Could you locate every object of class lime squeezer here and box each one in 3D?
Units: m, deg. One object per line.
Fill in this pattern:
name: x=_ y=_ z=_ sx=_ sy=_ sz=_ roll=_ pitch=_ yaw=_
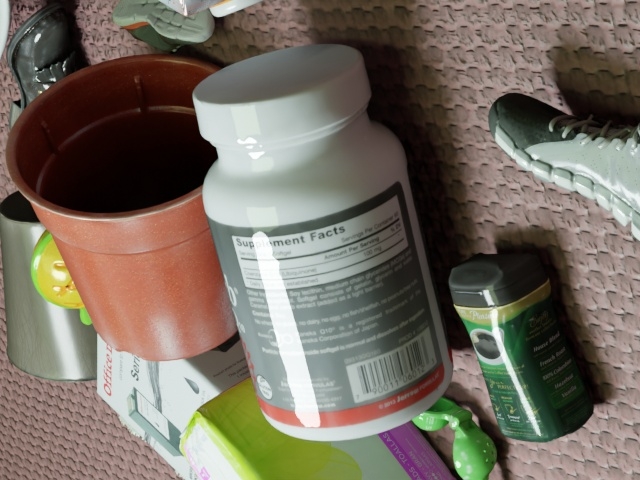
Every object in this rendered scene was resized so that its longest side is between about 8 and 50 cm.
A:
lime squeezer: x=0.127 y=0.214 z=1.828 sx=0.310 sy=0.059 sz=0.110 roll=52 pitch=142 yaw=13

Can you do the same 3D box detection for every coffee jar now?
coffee jar: x=0.193 y=0.099 z=1.641 sx=0.096 sy=0.079 sz=0.184 roll=1 pitch=116 yaw=56

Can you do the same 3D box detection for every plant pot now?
plant pot: x=-0.188 y=-0.022 z=1.903 sx=0.272 sy=0.272 sz=0.265 roll=32 pitch=147 yaw=36

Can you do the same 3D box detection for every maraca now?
maraca: x=-0.293 y=0.038 z=2.141 sx=0.099 sy=0.127 sz=0.185 roll=46 pitch=177 yaw=40

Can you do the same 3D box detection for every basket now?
basket: x=-0.350 y=0.049 z=2.262 sx=0.204 sy=0.154 sz=0.226 roll=17 pitch=124 yaw=38

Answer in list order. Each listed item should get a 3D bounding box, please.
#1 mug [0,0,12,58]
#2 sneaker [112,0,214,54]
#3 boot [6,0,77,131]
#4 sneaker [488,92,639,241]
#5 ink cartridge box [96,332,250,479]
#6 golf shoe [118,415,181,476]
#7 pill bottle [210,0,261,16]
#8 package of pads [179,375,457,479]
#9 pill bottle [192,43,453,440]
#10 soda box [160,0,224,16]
mug: x=-0.507 y=-0.337 z=2.079 sx=0.328 sy=0.276 sz=0.374 roll=-136 pitch=60 yaw=-76
sneaker: x=-0.165 y=-0.240 z=1.898 sx=0.158 sy=0.061 sz=0.065 roll=21 pitch=157 yaw=45
boot: x=-0.280 y=-0.147 z=2.093 sx=0.229 sy=0.091 sz=0.263 roll=39 pitch=145 yaw=20
sneaker: x=0.255 y=-0.093 z=1.428 sx=0.229 sy=0.086 sz=0.132 roll=34 pitch=135 yaw=18
ink cartridge box: x=-0.149 y=0.181 z=2.113 sx=0.289 sy=0.122 sz=0.211 roll=39 pitch=140 yaw=30
golf shoe: x=-0.205 y=0.243 z=2.304 sx=0.176 sy=0.069 sz=0.086 roll=34 pitch=118 yaw=30
pill bottle: x=-0.098 y=-0.310 z=1.713 sx=0.086 sy=0.086 sz=0.152 roll=-7 pitch=109 yaw=54
package of pads: x=0.009 y=0.268 z=1.874 sx=0.296 sy=0.229 sz=0.101 roll=51 pitch=145 yaw=13
pill bottle: x=0.000 y=0.000 z=1.704 sx=0.210 sy=0.210 sz=0.362 roll=12 pitch=123 yaw=49
soda box: x=-0.077 y=-0.279 z=1.621 sx=0.063 sy=0.183 sz=0.058 roll=34 pitch=138 yaw=36
